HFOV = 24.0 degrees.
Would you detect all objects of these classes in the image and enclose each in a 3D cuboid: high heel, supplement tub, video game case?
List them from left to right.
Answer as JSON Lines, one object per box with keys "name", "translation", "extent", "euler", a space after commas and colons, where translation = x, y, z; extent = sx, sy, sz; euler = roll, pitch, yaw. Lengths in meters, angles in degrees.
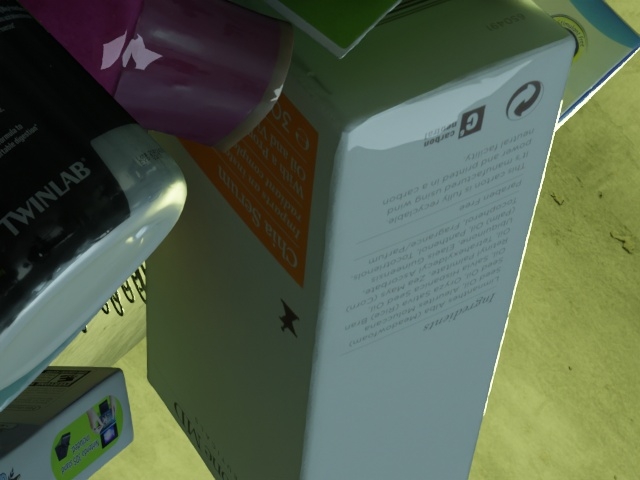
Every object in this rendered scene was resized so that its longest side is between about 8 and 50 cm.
{"name": "video game case", "translation": [-0.298, 0.151, 0.978], "extent": [0.270, 0.061, 0.244], "euler": [-1, -164, 24]}
{"name": "supplement tub", "translation": [-0.148, -0.046, 0.520], "extent": [0.117, 0.190, 0.117], "euler": [-44, 176, -4]}
{"name": "high heel", "translation": [-0.175, -0.064, 0.840], "extent": [0.377, 0.181, 0.127], "euler": [-39, -141, 51]}

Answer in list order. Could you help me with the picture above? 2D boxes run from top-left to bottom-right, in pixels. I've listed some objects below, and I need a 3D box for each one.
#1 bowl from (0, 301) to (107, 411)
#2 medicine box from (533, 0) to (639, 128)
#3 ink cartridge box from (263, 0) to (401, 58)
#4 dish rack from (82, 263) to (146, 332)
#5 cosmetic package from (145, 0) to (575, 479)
{"name": "bowl", "translation": [-0.245, 0.042, 0.691], "extent": [0.311, 0.163, 0.311], "euler": [-44, 177, -3]}
{"name": "medicine box", "translation": [0.166, -0.224, 1.533], "extent": [0.149, 0.263, 0.289], "euler": [-45, 177, 1]}
{"name": "ink cartridge box", "translation": [0.050, -0.205, 0.835], "extent": [0.255, 0.189, 0.097], "euler": [-43, 151, -10]}
{"name": "dish rack", "translation": [-0.182, 0.026, 1.215], "extent": [0.272, 0.074, 0.208], "euler": [-25, -169, -24]}
{"name": "cosmetic package", "translation": [0.000, 0.000, 1.007], "extent": [0.162, 0.230, 0.453], "euler": [-23, 142, -24]}
